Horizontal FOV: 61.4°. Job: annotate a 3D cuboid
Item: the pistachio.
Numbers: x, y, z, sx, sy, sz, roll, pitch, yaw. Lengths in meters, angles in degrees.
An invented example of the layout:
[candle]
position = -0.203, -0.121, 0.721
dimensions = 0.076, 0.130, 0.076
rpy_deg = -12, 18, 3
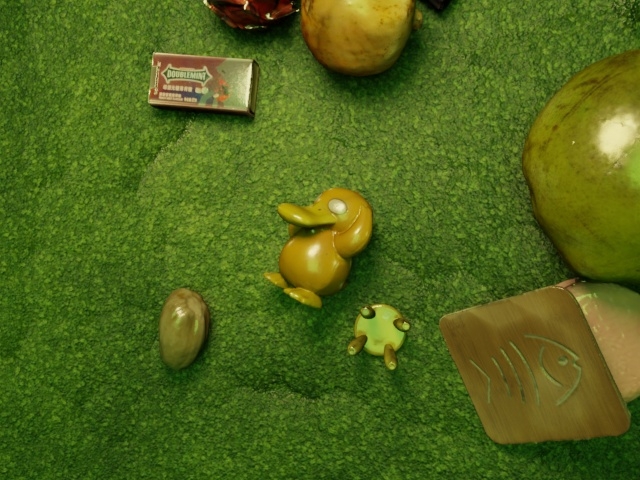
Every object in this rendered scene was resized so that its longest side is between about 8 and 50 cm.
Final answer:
[pistachio]
position = -0.297, 0.194, 1.149
dimensions = 0.126, 0.108, 0.185
rpy_deg = 14, 101, 31

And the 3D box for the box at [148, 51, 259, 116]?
[box]
position = -0.248, -0.332, 1.150
dimensions = 0.224, 0.069, 0.120
rpy_deg = 5, 91, 8

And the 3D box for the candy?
[candy]
position = 0.518, 0.185, 1.031
dimensions = 0.255, 0.094, 0.255
rpy_deg = 0, 91, 8

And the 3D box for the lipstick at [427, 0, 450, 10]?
[lipstick]
position = 0.119, -0.630, 1.089
dimensions = 0.077, 0.077, 0.418
rpy_deg = -43, 83, 7

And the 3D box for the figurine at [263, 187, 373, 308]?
[figurine]
position = 0.002, 0.008, 1.079
dimensions = 0.215, 0.215, 0.228
rpy_deg = 9, 107, 8

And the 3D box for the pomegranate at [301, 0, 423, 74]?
[pomegranate]
position = 0.077, -0.430, 1.020
dimensions = 0.248, 0.248, 0.248
rpy_deg = 0, 91, 8

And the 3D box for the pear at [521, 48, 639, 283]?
[pear]
position = 0.534, -0.128, 0.915
dimensions = 0.352, 0.352, 0.413
rpy_deg = 5, 89, 8

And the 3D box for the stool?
[stool]
position = 0.120, 0.188, 1.083
dimensions = 0.134, 0.110, 0.135
rpy_deg = -26, 86, 9

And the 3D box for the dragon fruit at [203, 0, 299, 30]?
[dragon fruit]
position = -0.128, -0.509, 1.048
dimensions = 0.192, 0.274, 0.193
rpy_deg = 39, 68, -29

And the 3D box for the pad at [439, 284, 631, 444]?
[pad]
position = 0.389, 0.244, 1.015
dimensions = 0.284, 0.018, 0.286
rpy_deg = -26, 88, 43
